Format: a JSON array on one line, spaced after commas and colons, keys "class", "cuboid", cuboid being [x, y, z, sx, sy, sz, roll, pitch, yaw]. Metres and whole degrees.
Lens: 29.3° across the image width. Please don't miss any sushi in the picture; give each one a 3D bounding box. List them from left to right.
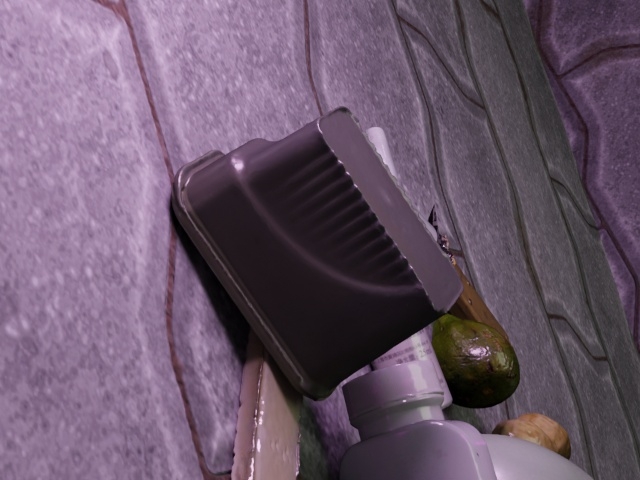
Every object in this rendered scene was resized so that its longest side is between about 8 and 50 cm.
[{"class": "sushi", "cuboid": [0.172, 0.029, 1.794, 0.126, 0.026, 0.120, 105, -17, -54]}]

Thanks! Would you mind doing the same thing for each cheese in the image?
[{"class": "cheese", "cuboid": [-0.050, 0.168, 1.201, 0.085, 0.034, 0.400, 48, 28, -33]}]

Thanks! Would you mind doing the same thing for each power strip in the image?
[{"class": "power strip", "cuboid": [0.232, 0.108, 1.946, 0.305, 0.044, 0.064, 51, 26, -35]}]

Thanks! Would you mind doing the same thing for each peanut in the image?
[{"class": "peanut", "cuboid": [0.325, 0.321, 1.889, 0.103, 0.098, 0.229, 31, 7, 22]}]

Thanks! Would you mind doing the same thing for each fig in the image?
[{"class": "fig", "cuboid": [0.210, 0.162, 1.737, 0.123, 0.123, 0.156, 51, 14, -38]}]

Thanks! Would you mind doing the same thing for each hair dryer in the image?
[{"class": "hair dryer", "cuboid": [0.096, -0.087, 1.765, 0.131, 0.073, 0.236, 45, 28, -44]}]

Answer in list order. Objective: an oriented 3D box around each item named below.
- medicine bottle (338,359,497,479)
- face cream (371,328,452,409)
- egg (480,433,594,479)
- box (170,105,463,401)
[{"class": "medicine bottle", "cuboid": [0.110, 0.282, 1.298, 0.111, 0.161, 0.296, 17, 53, -63]}, {"class": "face cream", "cuboid": [0.083, 0.091, 1.533, 0.082, 0.082, 0.269, -11, 81, -69]}, {"class": "egg", "cuboid": [0.224, 0.335, 1.423, 0.283, 0.203, 0.203, 28, 31, -9]}, {"class": "box", "cuboid": [0.000, 0.000, 1.219, 0.274, 0.178, 0.138, 56, 26, -5]}]
